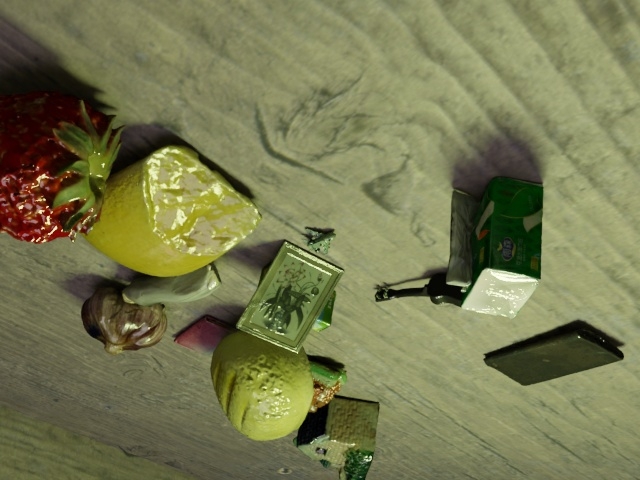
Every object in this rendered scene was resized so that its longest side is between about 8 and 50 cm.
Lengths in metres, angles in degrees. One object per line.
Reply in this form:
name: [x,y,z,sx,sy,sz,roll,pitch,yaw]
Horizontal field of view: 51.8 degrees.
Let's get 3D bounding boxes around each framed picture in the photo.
framed picture: [-0.069,0.133,1.521,0.173,0.231,0.010,26,-172,-23]

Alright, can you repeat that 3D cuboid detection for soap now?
soap: [-0.349,-0.035,1.406,0.306,0.115,0.427,31,141,-32]

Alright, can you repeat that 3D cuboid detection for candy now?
candy: [-0.059,0.137,1.589,0.194,0.097,0.062,27,142,-22]

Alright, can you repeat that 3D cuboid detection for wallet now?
wallet: [0.587,0.299,1.687,0.170,0.044,0.321,28,146,-21]
wallet: [-0.339,0.285,1.953,0.119,0.025,0.232,27,143,-23]

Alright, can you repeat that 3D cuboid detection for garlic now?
garlic: [-0.543,0.232,1.814,0.244,0.161,0.245,8,146,5]

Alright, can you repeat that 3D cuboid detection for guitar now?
guitar: [0.234,0.113,1.501,0.271,0.084,0.038,-6,139,35]

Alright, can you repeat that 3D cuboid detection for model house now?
model house: [0.036,0.669,2.223,0.284,0.243,0.298,15,135,3]

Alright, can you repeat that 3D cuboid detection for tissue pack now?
tissue pack: [0.304,0.007,1.192,0.156,0.209,0.148,11,147,4]

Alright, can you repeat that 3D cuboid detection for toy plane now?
toy plane: [-0.001,0.002,1.430,0.083,0.033,0.080,-18,122,36]

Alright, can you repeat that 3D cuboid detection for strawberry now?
strawberry: [-0.543,-0.139,1.161,0.343,0.292,0.292,8,146,2]

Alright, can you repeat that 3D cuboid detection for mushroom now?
mushroom: [-0.373,0.111,1.638,0.351,0.109,0.097,-12,107,33]

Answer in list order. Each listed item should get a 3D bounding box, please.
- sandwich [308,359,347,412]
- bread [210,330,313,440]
sandwich: [-0.025,0.441,1.975,0.184,0.160,0.109,3,165,26]
bread: [-0.167,0.390,1.812,0.237,0.321,0.320,-5,153,-24]
